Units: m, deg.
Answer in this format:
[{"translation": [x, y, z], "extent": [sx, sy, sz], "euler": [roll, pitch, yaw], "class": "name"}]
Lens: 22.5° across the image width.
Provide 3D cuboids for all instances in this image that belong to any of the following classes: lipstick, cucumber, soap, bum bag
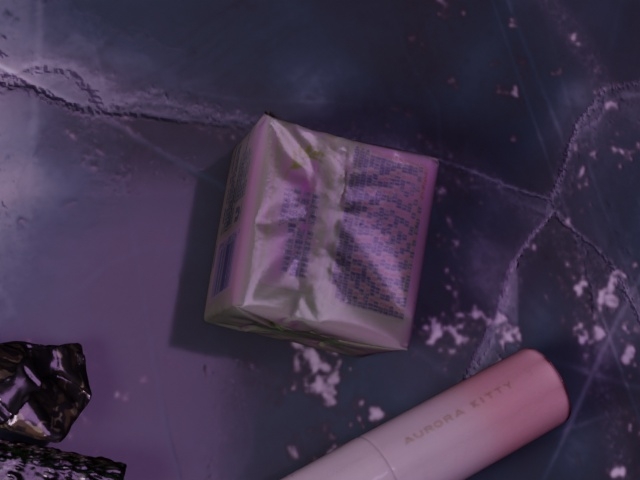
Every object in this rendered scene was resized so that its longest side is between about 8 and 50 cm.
[{"translation": [0.089, 0.211, 1.560], "extent": [0.327, 0.087, 0.087], "euler": [-25, 88, -22], "class": "lipstick"}, {"translation": [-0.320, 0.201, 1.433], "extent": [0.293, 0.067, 0.067], "euler": [12, 75, -14], "class": "cucumber"}, {"translation": [0.000, 0.000, 1.545], "extent": [0.182, 0.138, 0.199], "euler": [13, 75, -15], "class": "soap"}, {"translation": [-0.327, 0.124, 1.442], "extent": [0.248, 0.069, 0.102], "euler": [8, 64, -13], "class": "bum bag"}]
